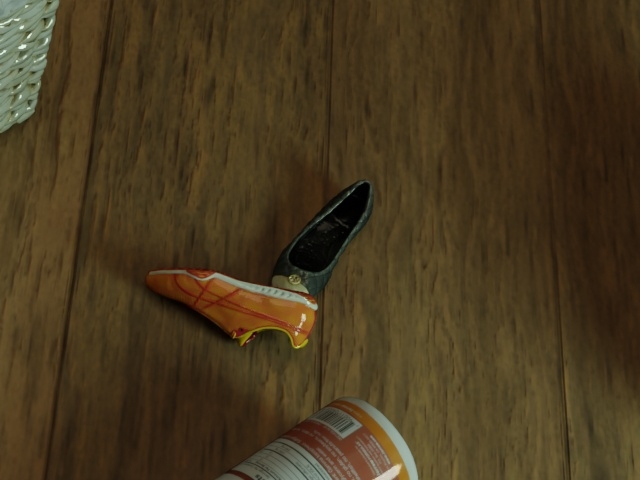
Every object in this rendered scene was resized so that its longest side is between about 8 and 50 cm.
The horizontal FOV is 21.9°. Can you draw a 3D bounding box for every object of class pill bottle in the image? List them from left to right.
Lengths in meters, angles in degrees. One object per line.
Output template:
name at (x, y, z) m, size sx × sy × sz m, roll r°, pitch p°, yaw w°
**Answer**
pill bottle at (-0.027, 0.240, 1.467) m, size 0.216 × 0.121 × 0.121 m, roll -31°, pitch 67°, yaw -29°

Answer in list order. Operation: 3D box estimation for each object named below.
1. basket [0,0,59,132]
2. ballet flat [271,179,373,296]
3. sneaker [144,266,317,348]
basket at (-0.467, -0.224, 1.596) m, size 0.331 × 0.266 × 0.328 m, roll 42°, pitch 57°, yaw 17°
ballet flat at (0.000, 0.000, 1.684) m, size 0.057 × 0.049 × 0.173 m, roll 29°, pitch 54°, yaw 8°
sneaker at (-0.092, 0.065, 1.610) m, size 0.175 × 0.064 × 0.067 m, roll 15°, pitch 89°, yaw 12°
